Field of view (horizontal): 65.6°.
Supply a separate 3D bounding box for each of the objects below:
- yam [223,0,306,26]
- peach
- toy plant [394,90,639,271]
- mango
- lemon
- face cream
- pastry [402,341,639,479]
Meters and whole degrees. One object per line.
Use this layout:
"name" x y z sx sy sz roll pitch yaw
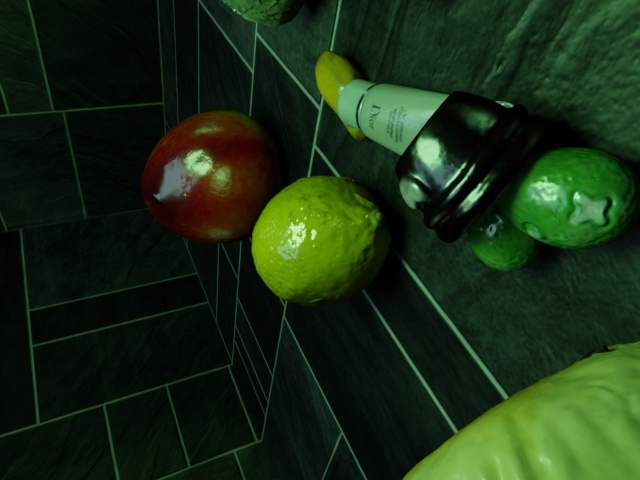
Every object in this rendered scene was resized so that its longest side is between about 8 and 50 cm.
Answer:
"yam" -0.078 -0.574 0.906 0.348 0.240 0.241 -24 79 63
"peach" -0.297 -0.169 1.373 0.388 0.388 0.389 39 135 54
"toy plant" 0.215 -0.061 0.576 0.235 0.175 0.218 39 155 6
"mango" 0.045 -0.279 0.934 0.098 0.075 0.190 105 143 -72
"lemon" 0.000 0.000 0.957 0.310 0.253 0.254 -26 77 48
"face cream" 0.152 -0.175 0.761 0.314 0.089 0.143 34 132 41
"pastry" 0.250 0.275 0.404 0.313 0.388 0.389 60 150 28
